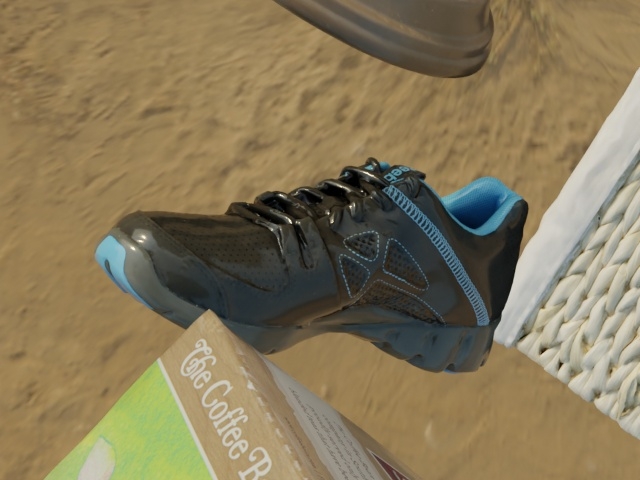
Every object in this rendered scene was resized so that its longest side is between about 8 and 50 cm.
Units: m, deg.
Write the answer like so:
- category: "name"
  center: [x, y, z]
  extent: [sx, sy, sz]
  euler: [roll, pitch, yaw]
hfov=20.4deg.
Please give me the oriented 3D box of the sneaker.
- category: "sneaker"
  center: [0.000, 0.000, 1.213]
  extent: [0.125, 0.341, 0.139]
  euler: [39, 114, 44]

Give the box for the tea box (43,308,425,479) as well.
- category: "tea box"
  center: [-0.046, 0.267, 0.809]
  extent: [0.323, 0.329, 0.220]
  euler: [-46, 120, 5]

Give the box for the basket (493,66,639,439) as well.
- category: "basket"
  center: [0.373, -0.012, 1.518]
  extent: [0.266, 0.328, 0.331]
  euler: [39, 123, 18]

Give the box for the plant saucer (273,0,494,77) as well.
- category: "plant saucer"
  center: [-0.007, -0.196, 1.004]
  extent: [0.278, 0.278, 0.041]
  euler: [38, 115, -1]
